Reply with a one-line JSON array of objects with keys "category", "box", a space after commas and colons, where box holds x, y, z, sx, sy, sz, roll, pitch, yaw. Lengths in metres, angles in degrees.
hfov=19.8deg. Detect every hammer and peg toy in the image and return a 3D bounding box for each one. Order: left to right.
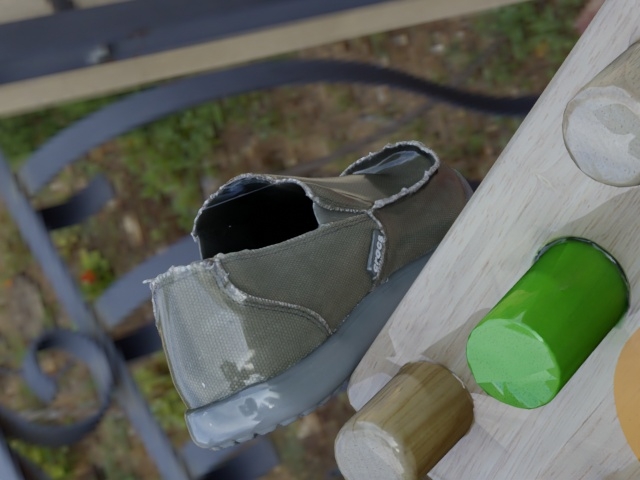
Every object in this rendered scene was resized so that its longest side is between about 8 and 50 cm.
[{"category": "hammer and peg toy", "box": [0.180, 0.030, 0.618, 0.266, 0.127, 0.361, 41, 132, 9]}]

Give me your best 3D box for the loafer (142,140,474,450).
[{"category": "loafer", "box": [0.000, 0.000, 0.824, 0.094, 0.251, 0.087, -23, 102, 27]}]
